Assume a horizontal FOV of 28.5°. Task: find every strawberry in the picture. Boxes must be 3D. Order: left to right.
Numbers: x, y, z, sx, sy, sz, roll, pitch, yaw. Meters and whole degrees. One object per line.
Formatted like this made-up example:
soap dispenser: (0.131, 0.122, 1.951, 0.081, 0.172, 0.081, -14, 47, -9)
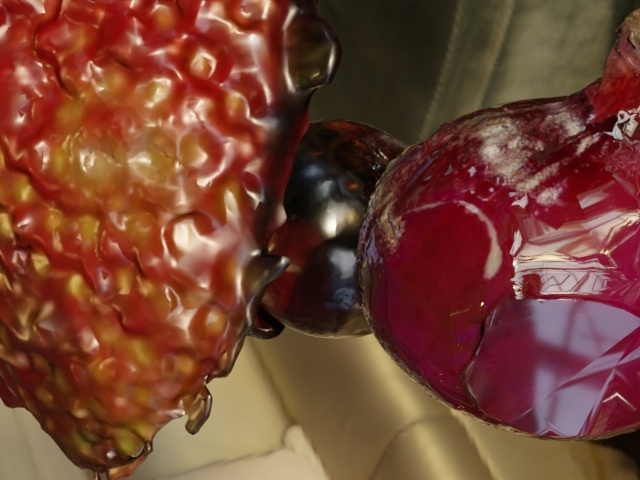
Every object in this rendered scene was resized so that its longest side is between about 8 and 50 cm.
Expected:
strawberry: (-0.099, -0.074, 0.487, 0.233, 0.138, 0.306, -31, 53, 34)

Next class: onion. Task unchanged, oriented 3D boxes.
onion: (0.129, -0.005, 0.599, 0.218, 0.195, 0.140, -60, 23, 27)

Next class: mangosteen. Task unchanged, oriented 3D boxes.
mangosteen: (0.000, 0.000, 0.963, 0.200, 0.200, 0.200, 45, 143, 49)
